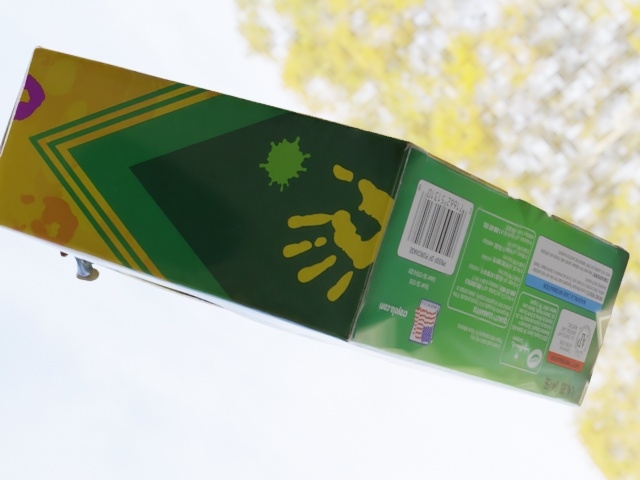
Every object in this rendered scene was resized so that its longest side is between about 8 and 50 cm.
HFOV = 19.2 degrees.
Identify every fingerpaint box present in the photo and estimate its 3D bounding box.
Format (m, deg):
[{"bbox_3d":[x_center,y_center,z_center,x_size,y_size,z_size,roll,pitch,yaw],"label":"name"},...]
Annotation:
[{"bbox_3d":[0.000,0.000,1.615,0.371,0.163,0.445,17,178,31],"label":"fingerpaint box"}]

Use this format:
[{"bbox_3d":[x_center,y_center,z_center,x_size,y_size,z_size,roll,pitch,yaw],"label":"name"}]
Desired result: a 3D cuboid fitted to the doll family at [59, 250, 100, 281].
[{"bbox_3d":[-0.214,-0.054,1.763,0.193,0.076,0.111,-100,0,-45],"label":"doll family"}]
